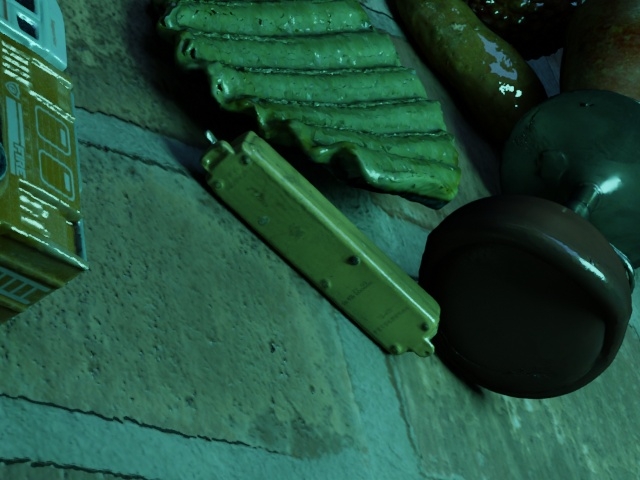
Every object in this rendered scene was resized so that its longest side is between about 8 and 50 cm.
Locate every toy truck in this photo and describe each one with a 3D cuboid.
[{"bbox_3d":[-0.265,-0.093,1.312,0.162,0.136,0.305,29,39,-43],"label":"toy truck"}]

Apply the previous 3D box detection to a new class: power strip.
[{"bbox_3d":[0.000,0.000,1.619,0.305,0.064,0.044,43,30,-14],"label":"power strip"}]

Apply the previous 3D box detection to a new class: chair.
[{"bbox_3d":[0.237,0.008,1.767,0.226,0.226,0.401,50,31,-3],"label":"chair"}]

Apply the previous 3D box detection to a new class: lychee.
[{"bbox_3d":[0.238,-0.310,2.157,0.188,0.188,0.188,33,36,-28],"label":"lychee"}]

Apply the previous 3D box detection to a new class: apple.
[{"bbox_3d":[0.422,-0.147,2.057,0.277,0.348,0.348,5,37,6],"label":"apple"}]

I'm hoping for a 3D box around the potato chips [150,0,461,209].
[{"bbox_3d":[0.011,-0.162,1.772,0.358,0.070,0.429,47,24,17],"label":"potato chips"}]

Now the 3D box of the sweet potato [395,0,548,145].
[{"bbox_3d":[0.175,-0.230,2.059,0.292,0.097,0.097,52,31,2],"label":"sweet potato"}]
